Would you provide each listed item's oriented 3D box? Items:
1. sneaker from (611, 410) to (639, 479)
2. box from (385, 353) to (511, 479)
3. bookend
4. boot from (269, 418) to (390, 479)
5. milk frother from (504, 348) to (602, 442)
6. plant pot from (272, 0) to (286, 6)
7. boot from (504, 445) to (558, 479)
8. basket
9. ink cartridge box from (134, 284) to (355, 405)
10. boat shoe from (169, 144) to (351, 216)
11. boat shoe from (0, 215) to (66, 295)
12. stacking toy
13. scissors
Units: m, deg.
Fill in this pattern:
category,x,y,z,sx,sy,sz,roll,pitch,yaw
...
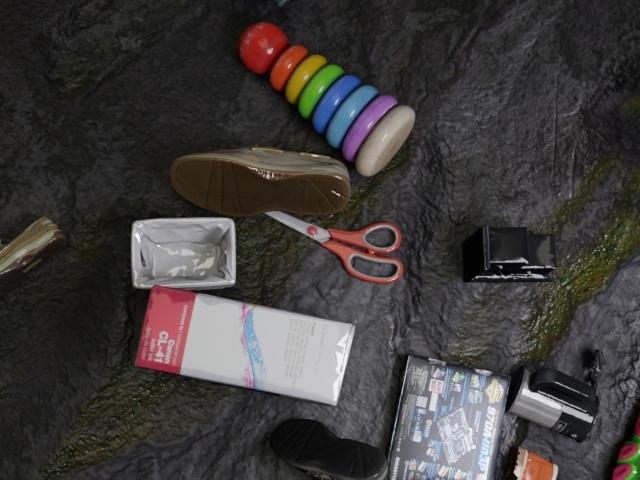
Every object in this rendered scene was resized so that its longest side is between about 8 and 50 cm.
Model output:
category,x,y,z,sx,sy,sz,roll,pitch,yaw
sneaker,0.647,0.281,1.508,0.202,0.185,0.483,32,83,-16
box,0.205,0.311,1.518,0.175,0.051,0.220,12,79,-1
bookend,0.326,0.024,1.523,0.157,0.156,0.072,0,80,-4
boot,0.033,0.384,1.467,0.085,0.236,0.179,-47,127,-30
milk frother,0.393,0.237,1.530,0.134,0.129,0.143,23,37,1
plant pot,-0.099,-0.549,1.562,0.255,0.271,0.272,42,80,-11
boot,0.336,0.425,1.504,0.084,0.059,0.158,22,78,-4
basket,-0.221,0.027,1.520,0.167,0.103,0.113,-2,80,-3
ink cartridge box,-0.115,0.167,1.439,0.306,0.226,0.131,13,80,0
boat shoe,-0.100,-0.109,1.559,0.302,0.098,0.109,3,124,-3
boat shoe,-0.517,0.030,1.529,0.190,0.068,0.072,-37,71,-18
stacking toy,-0.004,-0.257,1.581,0.330,0.141,0.141,38,80,11
scissors,0.000,0.000,1.578,0.297,0.021,0.109,11,79,-2
